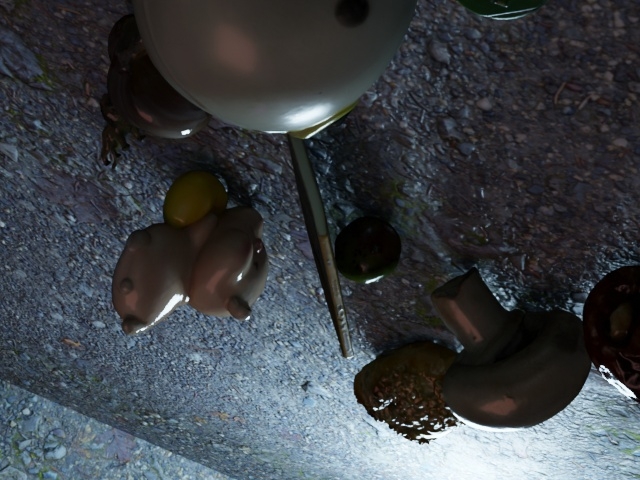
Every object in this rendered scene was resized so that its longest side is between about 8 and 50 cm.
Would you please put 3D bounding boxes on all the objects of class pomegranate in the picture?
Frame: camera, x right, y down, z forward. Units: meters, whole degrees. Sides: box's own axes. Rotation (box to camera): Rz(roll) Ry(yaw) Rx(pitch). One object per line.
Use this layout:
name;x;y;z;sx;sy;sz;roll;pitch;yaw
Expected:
pomegranate;0.081;0.014;1.803;0.130;0.130;0.130;17;149;10

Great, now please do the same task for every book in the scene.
book;0.000;0.000;1.721;0.032;0.268;0.388;-15;143;-2

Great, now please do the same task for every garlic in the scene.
garlic;-0.246;-0.240;1.513;0.191;0.160;0.214;37;171;-35

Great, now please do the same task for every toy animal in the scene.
toy animal;-0.205;0.032;1.843;0.247;0.345;0.277;28;117;11
toy animal;-0.363;-0.187;1.829;0.086;0.069;0.219;41;146;11

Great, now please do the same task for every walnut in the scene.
walnut;0.574;0.157;1.646;0.269;0.243;0.222;34;-173;-31

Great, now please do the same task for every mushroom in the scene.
mushroom;0.331;0.184;1.817;0.293;0.293;0.290;-21;99;50

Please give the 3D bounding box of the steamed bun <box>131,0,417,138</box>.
steamed bun;-0.043;-0.306;1.115;0.334;0.373;0.334;19;170;4

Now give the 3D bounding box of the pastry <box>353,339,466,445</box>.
pastry;0.210;0.341;2.199;0.255;0.161;0.311;25;151;-8

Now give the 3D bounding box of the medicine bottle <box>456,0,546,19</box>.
medicine bottle;0.203;-0.346;0.989;0.134;0.274;0.133;16;148;10

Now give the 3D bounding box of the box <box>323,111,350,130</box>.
box;-0.002;-0.208;1.552;0.099;0.074;0.054;-8;128;41
